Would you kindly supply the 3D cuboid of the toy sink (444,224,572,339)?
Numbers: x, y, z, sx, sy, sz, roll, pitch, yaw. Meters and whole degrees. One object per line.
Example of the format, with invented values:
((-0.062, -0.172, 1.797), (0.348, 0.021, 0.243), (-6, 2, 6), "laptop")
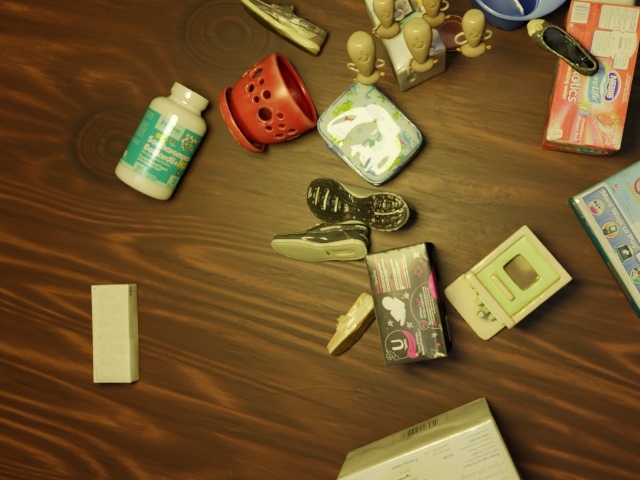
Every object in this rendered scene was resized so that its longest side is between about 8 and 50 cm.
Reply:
((0.401, 0.098, 1.594), (0.234, 0.131, 0.152), (-40, 82, 8), "toy sink")

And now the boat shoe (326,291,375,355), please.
((0.070, 0.193, 1.697), (0.170, 0.063, 0.059), (-49, 59, 7), "boat shoe")

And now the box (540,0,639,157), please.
((0.578, -0.340, 1.559), (0.154, 0.142, 0.299), (9, 91, 12), "box")

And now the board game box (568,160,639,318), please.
((0.746, -0.034, 1.553), (0.302, 0.086, 0.308), (-30, 84, 9), "board game box")

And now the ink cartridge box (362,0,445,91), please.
((0.172, -0.494, 1.608), (0.117, 0.201, 0.278), (-23, 86, 9), "ink cartridge box")

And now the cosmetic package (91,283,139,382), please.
((-0.505, 0.227, 1.799), (0.099, 0.060, 0.239), (-1, 89, 9), "cosmetic package")

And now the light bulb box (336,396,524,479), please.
((0.274, 0.586, 1.564), (0.358, 0.225, 0.361), (-24, 86, 9), "light bulb box")

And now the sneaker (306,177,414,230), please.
((0.088, -0.079, 1.678), (0.272, 0.108, 0.100), (16, 99, 27), "sneaker")

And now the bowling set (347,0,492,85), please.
((0.188, -0.440, 1.449), (0.287, 0.154, 0.199), (-6, 70, 10), "bowling set")

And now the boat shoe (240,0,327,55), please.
((-0.084, -0.522, 1.724), (0.224, 0.080, 0.073), (35, 90, 4), "boat shoe")

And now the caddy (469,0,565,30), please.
((0.407, -0.626, 1.578), (0.241, 0.179, 0.341), (-34, 84, 9), "caddy")

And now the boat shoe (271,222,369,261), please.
((0.000, 0.000, 1.710), (0.233, 0.084, 0.079), (-1, 55, 17), "boat shoe")

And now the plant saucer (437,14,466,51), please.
((0.301, -0.476, 1.679), (0.084, 0.013, 0.083), (0, 89, 11), "plant saucer")

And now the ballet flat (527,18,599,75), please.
((0.495, -0.397, 1.479), (0.173, 0.049, 0.057), (40, 96, 12), "ballet flat")

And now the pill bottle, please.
((-0.367, -0.239, 1.735), (0.146, 0.146, 0.264), (30, 95, 10), "pill bottle")

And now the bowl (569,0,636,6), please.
((0.621, -0.560, 1.589), (0.142, 0.053, 0.142), (6, 81, 12), "bowl")

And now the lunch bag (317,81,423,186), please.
((0.111, -0.243, 1.674), (0.219, 0.090, 0.176), (45, 96, 8), "lunch bag")

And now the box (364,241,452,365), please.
((0.196, 0.136, 1.616), (0.142, 0.163, 0.247), (-11, 87, 14), "box")

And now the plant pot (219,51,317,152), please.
((-0.124, -0.309, 1.675), (0.174, 0.191, 0.191), (-25, 85, 18), "plant pot")
